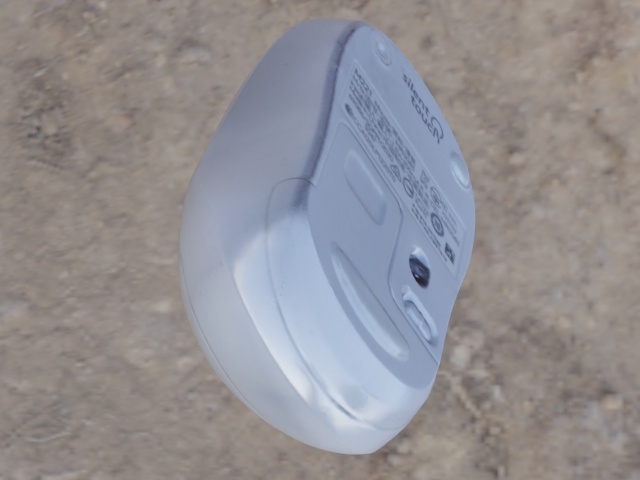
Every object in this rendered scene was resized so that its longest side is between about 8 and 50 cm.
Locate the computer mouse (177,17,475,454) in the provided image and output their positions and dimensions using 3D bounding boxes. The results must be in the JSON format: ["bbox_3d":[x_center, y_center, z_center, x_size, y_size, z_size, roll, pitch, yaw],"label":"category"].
[{"bbox_3d":[0.000,0.000,0.889,0.184,0.121,0.297,50,29,-26],"label":"computer mouse"}]
